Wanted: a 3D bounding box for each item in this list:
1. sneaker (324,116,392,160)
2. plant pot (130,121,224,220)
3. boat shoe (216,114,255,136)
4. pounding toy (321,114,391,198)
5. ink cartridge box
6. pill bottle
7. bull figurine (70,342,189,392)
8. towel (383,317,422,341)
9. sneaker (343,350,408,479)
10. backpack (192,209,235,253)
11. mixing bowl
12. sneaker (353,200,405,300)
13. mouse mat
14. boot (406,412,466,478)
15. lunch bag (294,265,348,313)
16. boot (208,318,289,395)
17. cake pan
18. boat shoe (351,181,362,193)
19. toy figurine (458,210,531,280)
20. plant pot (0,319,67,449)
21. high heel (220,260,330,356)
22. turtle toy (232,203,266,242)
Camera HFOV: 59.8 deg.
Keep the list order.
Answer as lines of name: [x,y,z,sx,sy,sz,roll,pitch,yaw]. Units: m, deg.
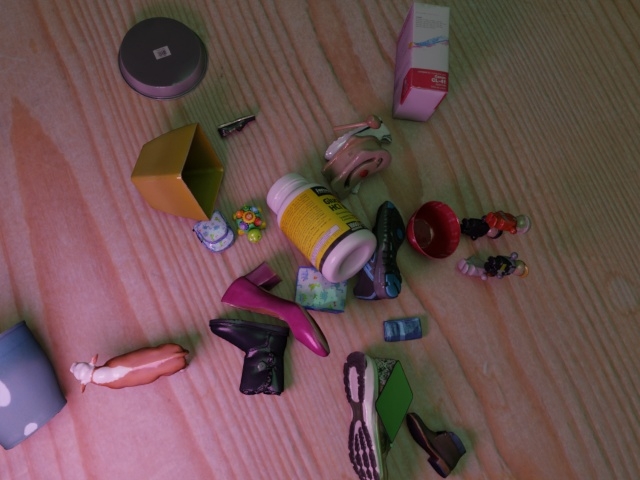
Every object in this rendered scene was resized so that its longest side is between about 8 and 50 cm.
sneaker: [0.123,-0.311,1.809,0.235,0.090,0.094,-30,92,-10]
plant pot: [-0.428,-0.194,1.643,0.187,0.212,0.212,-3,55,14]
boat shoe: [-0.269,-0.373,1.799,0.133,0.049,0.042,-27,109,-18]
pounding toy: [0.112,-0.274,1.743,0.269,0.154,0.154,-46,57,23]
ink cartridge box: [0.327,-0.575,1.814,0.131,0.226,0.306,7,78,-5]
pill bottle: [-0.007,-0.048,1.646,0.188,0.188,0.334,-38,63,-13]
bull figurine: [-0.514,0.351,1.533,0.311,0.188,0.101,-8,78,-8]
towel: [0.254,0.276,1.717,0.120,0.029,0.067,-5,79,-8]
sneaker: [0.186,0.523,1.607,0.182,0.158,0.410,0,82,-24]
backpack: [-0.320,-0.022,1.692,0.105,0.084,0.114,-35,86,-10]
mixing bowl: [0.337,-0.028,1.746,0.182,0.098,0.181,4,82,-26]
sneaker: [0.173,0.026,1.711,0.125,0.140,0.340,40,48,-37]
mouse mat: [0.210,0.453,1.573,0.189,0.007,0.152,-50,125,-48]
boot: [0.340,0.576,1.637,0.106,0.082,0.219,-33,97,-22]
lunch bag: [-0.001,0.150,1.683,0.151,0.096,0.128,9,77,-14]
boot: [-0.215,0.341,1.616,0.247,0.094,0.207,10,73,-10]
cake pan: [-0.517,-0.603,1.816,0.293,0.054,0.293,1,78,-6]
boat shoe: [0.122,-0.199,1.809,0.035,0.035,0.100,27,70,-28]
toy figurine: [0.540,0.018,1.717,0.148,0.213,0.209,7,80,-21]
plant pot: [-0.823,0.393,1.466,0.272,0.272,0.255,-38,98,-13]
high heel: [-0.130,0.232,1.585,0.181,0.127,0.377,-40,51,-4]
turtle toy: [-0.216,-0.053,1.719,0.095,0.066,0.130,-18,80,-10]
